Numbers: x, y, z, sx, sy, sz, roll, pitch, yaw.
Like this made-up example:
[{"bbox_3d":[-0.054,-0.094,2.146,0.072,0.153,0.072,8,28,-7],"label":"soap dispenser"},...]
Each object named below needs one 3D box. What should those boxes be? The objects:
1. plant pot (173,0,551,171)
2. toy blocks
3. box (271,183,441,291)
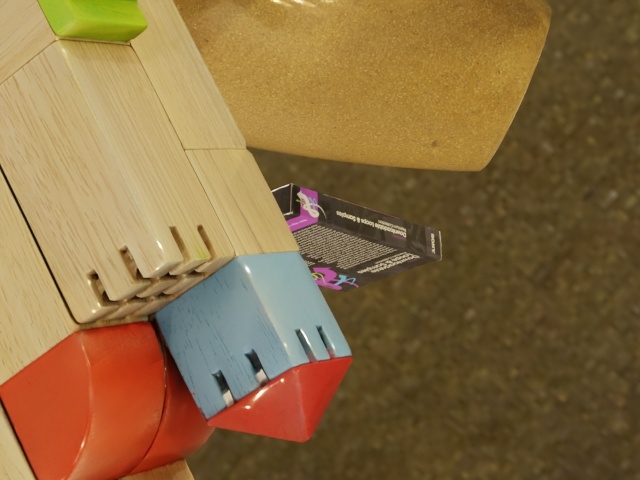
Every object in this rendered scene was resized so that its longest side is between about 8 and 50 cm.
[{"bbox_3d":[0.010,-0.147,1.235,0.237,0.254,0.237,-157,90,-86],"label":"plant pot"},{"bbox_3d":[-0.142,0.065,0.792,0.381,0.191,0.261,-34,76,26],"label":"toy blocks"},{"bbox_3d":[0.000,0.000,1.514,0.116,0.162,0.029,-20,61,44],"label":"box"}]
